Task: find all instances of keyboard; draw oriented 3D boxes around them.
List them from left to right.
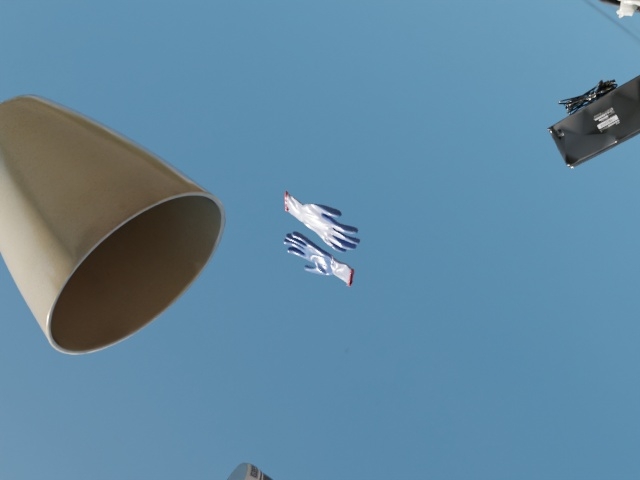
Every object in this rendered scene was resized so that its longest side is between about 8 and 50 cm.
[{"bbox_3d":[0.426,-0.189,1.340,0.038,0.192,0.100,-20,-97,-44],"label":"keyboard"}]

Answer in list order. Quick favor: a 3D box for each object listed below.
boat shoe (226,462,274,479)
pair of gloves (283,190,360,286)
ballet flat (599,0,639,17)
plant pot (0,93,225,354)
[{"bbox_3d":[-0.095,0.321,0.927,0.083,0.183,0.065,36,-176,-15],"label":"boat shoe"},{"bbox_3d":[0.000,0.000,1.600,0.159,0.198,0.023,30,-124,23],"label":"pair of gloves"},{"bbox_3d":[0.241,-0.175,0.614,0.074,0.074,0.203,13,-162,-19],"label":"ballet flat"},{"bbox_3d":[-0.301,-0.048,1.110,0.274,0.256,0.256,45,-134,19],"label":"plant pot"}]
